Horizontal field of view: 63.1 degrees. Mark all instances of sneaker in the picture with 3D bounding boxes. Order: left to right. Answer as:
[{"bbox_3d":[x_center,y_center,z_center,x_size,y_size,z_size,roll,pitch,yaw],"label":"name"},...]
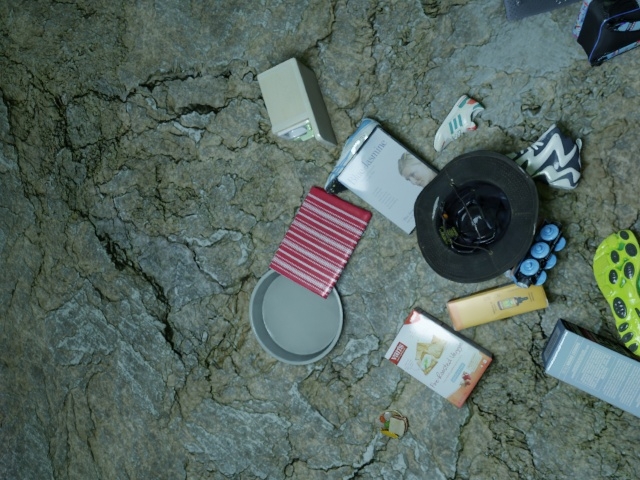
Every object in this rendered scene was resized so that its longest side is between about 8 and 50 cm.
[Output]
[{"bbox_3d":[0.086,-0.230,1.443,0.237,0.085,0.086,-54,49,15],"label":"sneaker"},{"bbox_3d":[0.357,-0.292,1.345,0.075,0.057,0.161,35,100,22],"label":"sneaker"},{"bbox_3d":[0.517,-0.219,1.268,0.235,0.094,0.152,14,94,20],"label":"sneaker"},{"bbox_3d":[0.716,0.122,1.198,0.109,0.124,0.295,-23,64,44],"label":"sneaker"}]

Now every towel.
[{"bbox_3d":[0.000,0.000,1.467,0.199,0.031,0.274,28,87,18],"label":"towel"}]

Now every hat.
[{"bbox_3d":[0.399,-0.054,1.286,0.331,0.134,0.331,1,92,44],"label":"hat"}]

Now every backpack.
[{"bbox_3d":[0.685,-0.499,1.172,0.173,0.158,0.116,-19,66,7],"label":"backpack"}]

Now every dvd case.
[{"bbox_3d":[0.195,-0.160,1.386,0.253,0.022,0.180,37,104,-3],"label":"dvd case"}]

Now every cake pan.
[{"bbox_3d":[-0.067,0.210,1.515,0.293,0.054,0.293,0,91,21],"label":"cake pan"}]

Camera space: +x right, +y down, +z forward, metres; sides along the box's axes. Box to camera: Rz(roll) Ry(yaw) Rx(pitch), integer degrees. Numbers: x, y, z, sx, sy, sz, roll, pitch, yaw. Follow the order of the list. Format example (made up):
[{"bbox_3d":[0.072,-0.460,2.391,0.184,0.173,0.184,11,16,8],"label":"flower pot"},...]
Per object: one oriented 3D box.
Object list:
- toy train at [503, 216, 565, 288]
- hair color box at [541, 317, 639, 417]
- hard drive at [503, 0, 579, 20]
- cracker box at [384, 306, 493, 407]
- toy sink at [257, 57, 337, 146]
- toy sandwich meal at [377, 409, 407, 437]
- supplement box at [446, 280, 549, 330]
[{"bbox_3d":[0.504,0.027,1.247,0.105,0.080,0.184,22,76,50],"label":"toy train"},{"bbox_3d":[0.701,0.314,1.157,0.375,0.185,0.113,25,99,18],"label":"hair color box"},{"bbox_3d":[0.555,-0.637,1.222,0.255,0.054,0.172,-11,130,22],"label":"hard drive"},{"bbox_3d":[0.308,0.302,1.368,0.232,0.067,0.155,32,101,18],"label":"cracker box"},{"bbox_3d":[-0.065,-0.356,1.454,0.131,0.153,0.234,-20,85,20],"label":"toy sink"},{"bbox_3d":[0.197,0.506,1.433,0.086,0.029,0.085,0,91,21],"label":"toy sandwich meal"},{"bbox_3d":[0.442,0.157,1.311,0.234,0.080,0.078,-19,85,21],"label":"supplement box"}]
